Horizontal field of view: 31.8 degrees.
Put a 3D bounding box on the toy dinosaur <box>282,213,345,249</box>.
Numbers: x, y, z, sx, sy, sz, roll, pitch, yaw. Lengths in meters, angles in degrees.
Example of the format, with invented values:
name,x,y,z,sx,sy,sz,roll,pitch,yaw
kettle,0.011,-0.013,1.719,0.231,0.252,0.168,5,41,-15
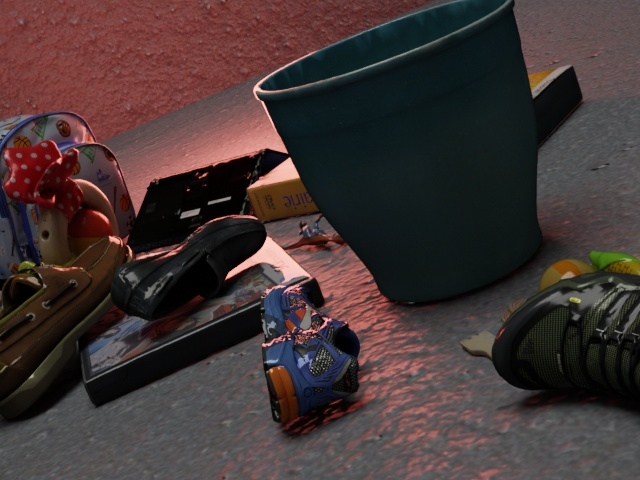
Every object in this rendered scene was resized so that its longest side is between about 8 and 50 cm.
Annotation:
name,x,y,z,sx,sy,sz,roll,pitch,yaw
toy dinosaur,0.000,0.000,1.442,0.090,0.047,0.082,-53,23,9

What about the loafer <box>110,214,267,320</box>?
name,x,y,z,sx,sy,sz,roll,pitch,yaw
loafer,-0.139,0.035,1.300,0.078,0.076,0.223,35,42,28

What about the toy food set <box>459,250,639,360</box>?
name,x,y,z,sx,sy,sz,roll,pitch,yaw
toy food set,0.219,0.049,0.955,0.192,0.038,0.132,-24,16,-11

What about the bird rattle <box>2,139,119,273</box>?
name,x,y,z,sx,sy,sz,roll,pitch,yaw
bird rattle,-0.353,-0.011,1.561,0.143,0.253,0.207,-16,-7,19

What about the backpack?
name,x,y,z,sx,sy,sz,roll,pitch,yaw
backpack,-0.443,-0.073,1.805,0.213,0.263,0.276,-10,18,34

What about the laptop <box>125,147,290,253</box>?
name,x,y,z,sx,sy,sz,roll,pitch,yaw
laptop,-0.162,-0.057,1.850,0.234,0.136,0.264,-13,43,28

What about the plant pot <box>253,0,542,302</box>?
name,x,y,z,sx,sy,sz,roll,pitch,yaw
plant pot,0.102,-0.085,1.154,0.272,0.255,0.271,-19,16,6

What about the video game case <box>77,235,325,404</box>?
name,x,y,z,sx,sy,sz,roll,pitch,yaw
video game case,-0.152,0.084,1.326,0.275,0.035,0.248,-24,16,-9

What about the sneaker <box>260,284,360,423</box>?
name,x,y,z,sx,sy,sz,roll,pitch,yaw
sneaker,-0.007,0.101,1.040,0.087,0.083,0.221,-8,21,-1

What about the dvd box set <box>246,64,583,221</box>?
name,x,y,z,sx,sy,sz,roll,pitch,yaw
dvd box set,0.137,-0.141,1.649,0.421,0.062,0.308,-9,20,37

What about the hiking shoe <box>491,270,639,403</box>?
name,x,y,z,sx,sy,sz,roll,pitch,yaw
hiking shoe,0.222,0.073,0.787,0.227,0.086,0.114,-13,15,25

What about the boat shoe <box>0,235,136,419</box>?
name,x,y,z,sx,sy,sz,roll,pitch,yaw
boat shoe,-0.319,0.071,1.339,0.111,0.104,0.307,-31,19,31
